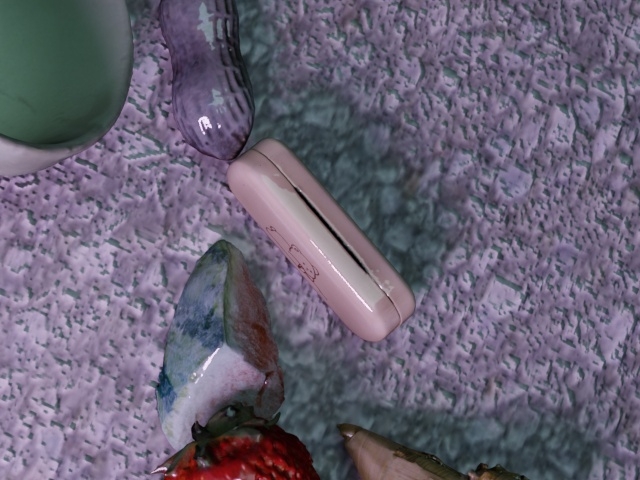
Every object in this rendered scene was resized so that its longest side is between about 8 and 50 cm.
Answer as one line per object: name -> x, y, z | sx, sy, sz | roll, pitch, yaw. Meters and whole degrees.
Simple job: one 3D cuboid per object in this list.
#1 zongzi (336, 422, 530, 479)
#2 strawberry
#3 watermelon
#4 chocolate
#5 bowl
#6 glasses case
zongzi -> 0.075, 0.261, 1.576 | 0.197, 0.099, 0.194 | 22, 74, 3
strawberry -> -0.057, 0.208, 1.543 | 0.131, 0.131, 0.148 | -24, 116, -17
watermelon -> -0.078, 0.085, 1.600 | 0.094, 0.081, 0.180 | 3, 82, -39
chocolate -> -0.096, -0.149, 1.632 | 0.072, 0.072, 0.167 | -6, 80, -14
bowl -> -0.301, -0.182, 1.508 | 0.307, 0.163, 0.307 | 30, 48, -39
glasses case -> 0.000, 0.000, 1.617 | 0.050, 0.083, 0.196 | -41, 88, -16
